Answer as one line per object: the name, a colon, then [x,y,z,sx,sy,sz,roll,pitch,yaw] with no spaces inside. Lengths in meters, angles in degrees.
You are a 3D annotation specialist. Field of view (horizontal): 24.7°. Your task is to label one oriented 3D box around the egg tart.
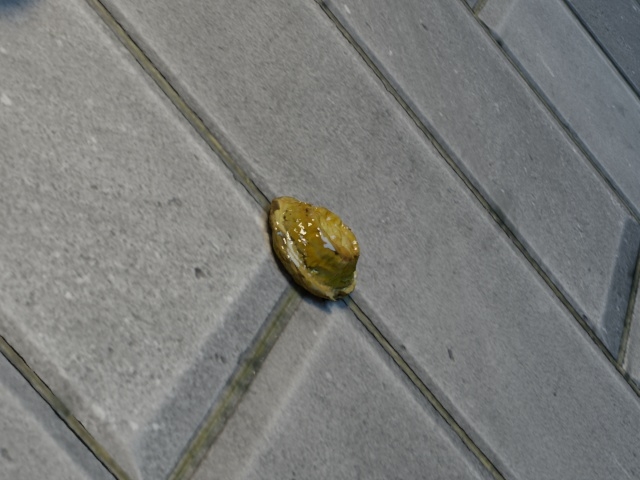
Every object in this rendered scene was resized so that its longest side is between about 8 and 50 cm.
egg tart: [0.000,0.000,1.485,0.129,0.049,0.129,39,31,-28]
